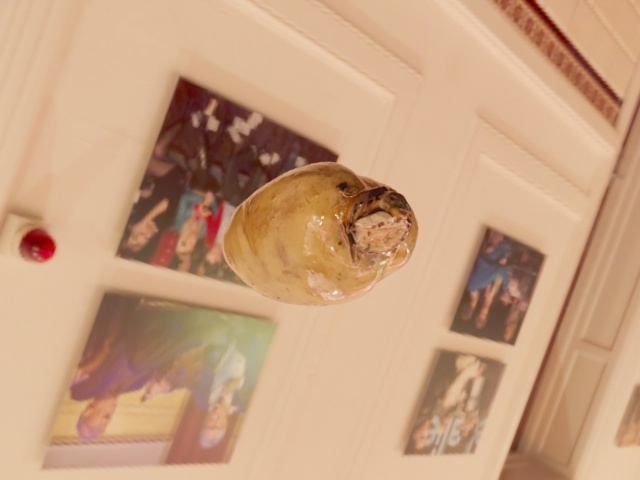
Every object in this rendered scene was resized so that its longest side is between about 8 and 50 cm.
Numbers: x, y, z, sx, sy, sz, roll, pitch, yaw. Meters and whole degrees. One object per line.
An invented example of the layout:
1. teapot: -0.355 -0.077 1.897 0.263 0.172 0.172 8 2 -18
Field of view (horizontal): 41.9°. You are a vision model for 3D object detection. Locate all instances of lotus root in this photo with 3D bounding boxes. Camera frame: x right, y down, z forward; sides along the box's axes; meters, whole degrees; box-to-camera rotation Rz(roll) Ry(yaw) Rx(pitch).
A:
1. lotus root: 0.000 0.000 0.390 0.072 0.063 0.152 29 159 -21
